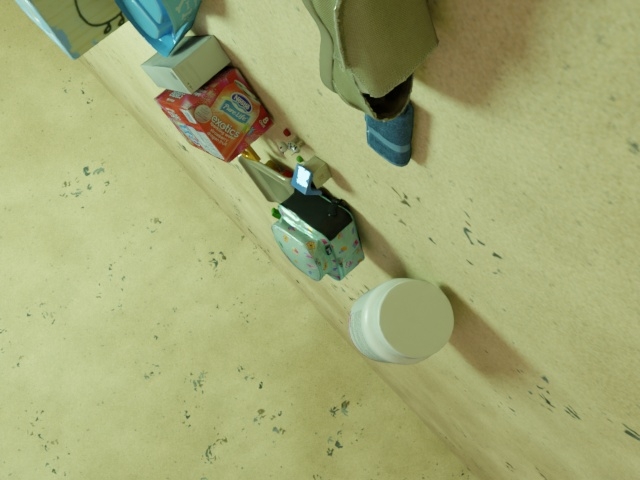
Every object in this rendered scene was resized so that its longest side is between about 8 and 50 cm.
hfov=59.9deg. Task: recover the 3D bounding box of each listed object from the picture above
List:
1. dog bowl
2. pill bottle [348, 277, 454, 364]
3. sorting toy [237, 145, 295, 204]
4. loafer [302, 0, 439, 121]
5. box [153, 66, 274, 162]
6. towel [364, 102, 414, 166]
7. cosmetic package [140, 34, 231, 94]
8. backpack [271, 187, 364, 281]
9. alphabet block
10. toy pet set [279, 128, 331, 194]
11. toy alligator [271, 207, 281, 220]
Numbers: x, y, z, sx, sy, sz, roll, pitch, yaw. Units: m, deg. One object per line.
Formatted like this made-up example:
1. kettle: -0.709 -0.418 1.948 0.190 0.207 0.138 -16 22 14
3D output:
1. dog bowl: -0.275 -0.409 0.914 0.166 0.074 0.297 50 168 -15
2. pill bottle: 0.149 0.159 1.080 0.160 0.160 0.283 46 169 4
3. sorting toy: -0.082 -0.122 1.266 0.196 0.047 0.348 29 163 38
4. loafer: 0.051 -0.179 0.455 0.092 0.102 0.268 44 178 10
5. box: -0.216 -0.256 1.094 0.128 0.122 0.257 54 167 -31
6. towel: 0.080 -0.133 0.661 0.067 0.029 0.119 42 168 20
7. cosmetic package: -0.261 -0.336 1.056 0.060 0.099 0.239 51 169 -33
8. backpack: 0.000 0.000 1.142 0.166 0.144 0.188 31 165 37
9. alphabet block: -0.466 -0.493 1.014 0.193 0.197 0.192 44 169 17
10. toy pet set: -0.037 -0.126 1.029 0.114 0.065 0.122 39 167 36
11. toy alligator: -0.056 -0.033 1.283 0.190 0.051 0.056 51 -149 -58
